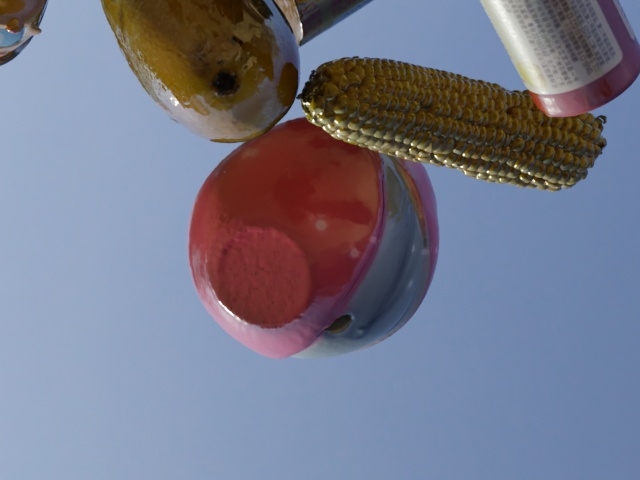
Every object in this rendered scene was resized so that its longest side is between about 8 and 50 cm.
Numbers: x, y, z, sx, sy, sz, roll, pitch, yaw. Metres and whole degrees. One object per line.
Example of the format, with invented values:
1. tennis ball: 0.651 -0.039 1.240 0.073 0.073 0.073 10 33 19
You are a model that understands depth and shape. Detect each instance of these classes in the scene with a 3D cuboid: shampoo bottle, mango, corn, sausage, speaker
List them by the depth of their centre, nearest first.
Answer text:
1. shampoo bottle: 0.170 -0.240 1.460 0.104 0.278 0.104 -24 -150 15
2. mango: -0.124 -0.216 1.669 0.146 0.193 0.316 -38 -132 10
3. corn: 0.123 -0.115 1.678 0.102 0.313 0.102 -167 -90 -70
4. speaker: 0.000 0.000 1.996 0.294 0.294 0.294 -22 -142 18
5. sausage: 0.058 -0.356 2.090 0.317 0.125 0.117 -36 -130 -19

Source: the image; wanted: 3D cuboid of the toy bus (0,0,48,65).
1. toy bus: -0.222 -0.224 1.163 0.136 0.126 0.209 -5 -110 65
